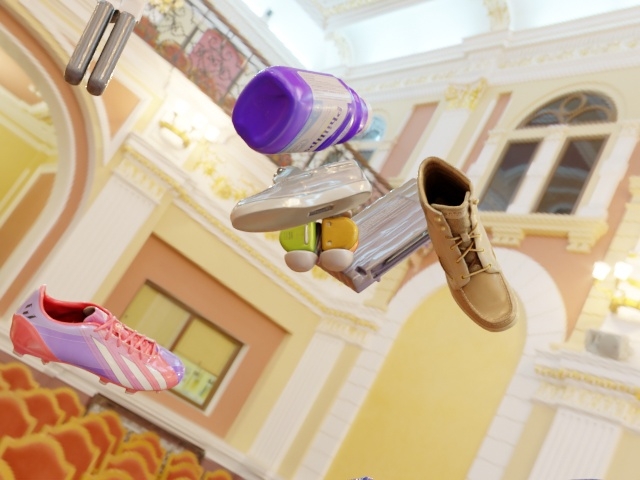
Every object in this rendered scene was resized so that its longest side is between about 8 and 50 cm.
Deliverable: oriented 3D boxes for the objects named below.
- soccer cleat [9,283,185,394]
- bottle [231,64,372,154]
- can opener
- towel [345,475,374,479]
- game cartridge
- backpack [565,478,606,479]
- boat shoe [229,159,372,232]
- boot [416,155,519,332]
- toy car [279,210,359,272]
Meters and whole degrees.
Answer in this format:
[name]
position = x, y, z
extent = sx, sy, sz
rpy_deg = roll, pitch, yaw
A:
[soccer cleat]
position = -0.282, 0.135, 0.904
extent = 0.248, 0.095, 0.083
rpy_deg = 24, 19, -29
[bottle]
position = -0.010, -0.184, 0.981
extent = 0.092, 0.118, 0.282
rpy_deg = 48, 25, 13
[can opener]
position = -0.351, -0.355, 1.139
extent = 0.074, 0.281, 0.093
rpy_deg = 22, -34, -19
[towel]
position = -0.045, 0.357, 0.578
extent = 0.308, 0.228, 0.076
rpy_deg = -28, -34, 24
[game cartridge]
position = 0.164, -0.021, 1.655
extent = 0.230, 0.355, 0.068
rpy_deg = 28, -32, 60
[backpack]
position = 0.162, 0.243, 0.422
extent = 0.117, 0.158, 0.173
rpy_deg = 63, 5, -69
[boat shoe]
position = -0.035, -0.073, 1.030
extent = 0.079, 0.227, 0.081
rpy_deg = 115, -43, -60
[boot]
position = 0.235, 0.006, 1.096
extent = 0.203, 0.095, 0.262
rpy_deg = 61, 7, -59
[toy car]
position = 0.000, 0.000, 1.545
extent = 0.181, 0.159, 0.136
rpy_deg = -3, -20, 7
